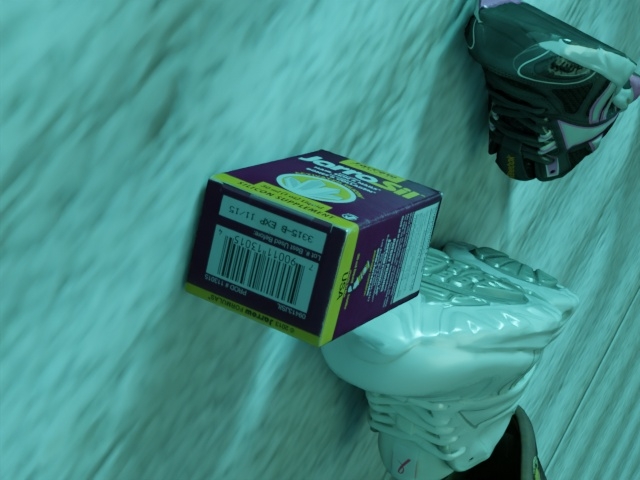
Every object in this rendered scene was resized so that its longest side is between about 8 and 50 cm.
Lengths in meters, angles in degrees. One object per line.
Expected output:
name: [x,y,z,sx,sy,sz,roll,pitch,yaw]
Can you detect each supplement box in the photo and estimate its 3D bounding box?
supplement box: [0.000,0.000,0.463,0.083,0.055,0.043,-21,128,-63]

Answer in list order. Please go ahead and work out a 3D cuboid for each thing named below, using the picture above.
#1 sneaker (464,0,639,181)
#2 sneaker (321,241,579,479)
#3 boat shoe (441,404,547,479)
sneaker: [0.111,-0.064,0.652,0.077,0.072,0.178,-61,153,8]
sneaker: [0.057,0.065,0.613,0.232,0.090,0.115,4,109,-66]
boat shoe: [0.050,0.202,0.690,0.342,0.123,0.123,-46,140,-52]
